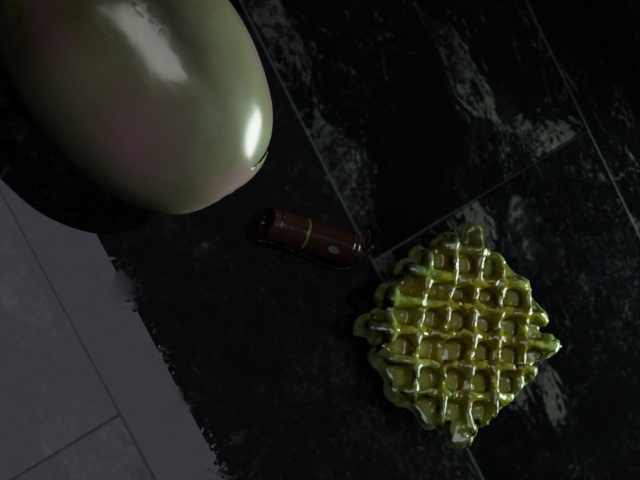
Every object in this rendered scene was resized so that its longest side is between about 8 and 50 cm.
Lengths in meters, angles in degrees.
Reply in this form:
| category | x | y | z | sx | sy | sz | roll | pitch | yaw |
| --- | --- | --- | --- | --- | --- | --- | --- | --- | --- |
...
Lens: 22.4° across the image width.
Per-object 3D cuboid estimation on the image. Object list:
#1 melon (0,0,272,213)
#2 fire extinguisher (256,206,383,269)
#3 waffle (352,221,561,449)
| category | x | y | z | sx | sy | sz | roll | pitch | yaw |
| --- | --- | --- | --- | --- | --- | --- | --- | --- | --- |
| melon | -0.181 | -0.172 | 1.563 | 0.223 | 0.223 | 0.317 | -41 | 102 | -23 |
| fire extinguisher | 0.000 | 0.000 | 1.733 | 0.132 | 0.039 | 0.056 | 17 | 110 | -23 |
| waffle | 0.145 | 0.101 | 1.783 | 0.223 | 0.054 | 0.204 | -42 | 103 | -25 |
